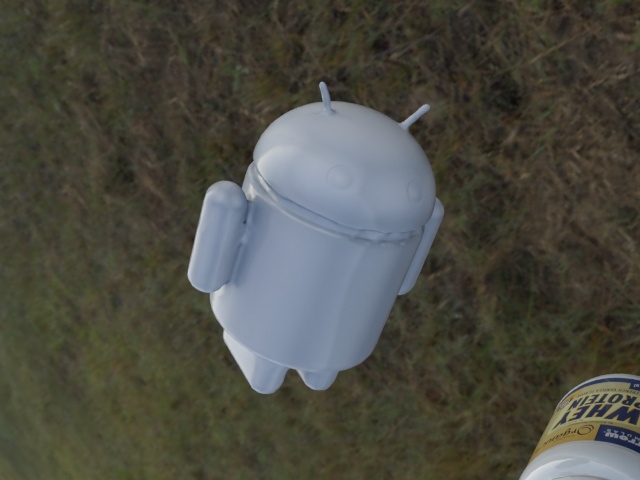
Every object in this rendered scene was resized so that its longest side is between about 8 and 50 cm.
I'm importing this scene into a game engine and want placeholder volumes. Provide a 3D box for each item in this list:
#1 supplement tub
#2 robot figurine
[{"bbox_3d":[0.394,0.341,1.250,0.228,0.316,0.228,9,111,25],"label":"supplement tub"},{"bbox_3d":[0.000,0.000,1.004,0.200,0.300,0.353,48,126,43],"label":"robot figurine"}]
